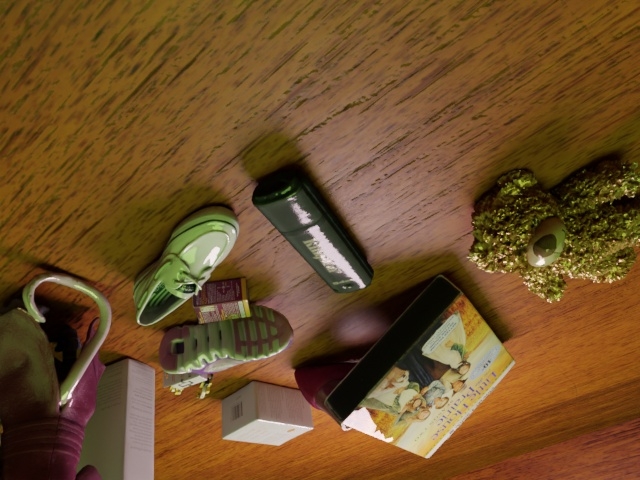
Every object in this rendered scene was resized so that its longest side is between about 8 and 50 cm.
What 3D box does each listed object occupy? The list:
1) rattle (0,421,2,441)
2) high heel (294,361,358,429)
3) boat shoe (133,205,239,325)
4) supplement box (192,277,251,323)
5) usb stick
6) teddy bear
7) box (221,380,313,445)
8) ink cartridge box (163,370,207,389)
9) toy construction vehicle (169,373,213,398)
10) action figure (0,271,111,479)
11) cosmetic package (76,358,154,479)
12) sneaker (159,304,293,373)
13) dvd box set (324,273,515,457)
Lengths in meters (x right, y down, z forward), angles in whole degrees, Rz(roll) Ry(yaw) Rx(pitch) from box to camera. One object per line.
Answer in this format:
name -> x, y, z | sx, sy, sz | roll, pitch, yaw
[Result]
rattle -> -0.539, 0.273, 0.836 | 0.199, 0.143, 0.130 | 10, 131, -33
high heel -> 0.132, 0.298, 1.122 | 0.377, 0.181, 0.127 | 0, 111, -39
boat shoe -> -0.183, 0.045, 0.685 | 0.083, 0.076, 0.226 | 20, 133, -35
supplement box -> -0.154, 0.095, 0.785 | 0.083, 0.043, 0.055 | -7, 143, -7
usb stick -> 0.000, 0.000, 0.698 | 0.077, 0.045, 0.278 | -22, 142, 14
teddy bear -> 0.385, -0.001, 0.742 | 0.337, 0.113, 0.245 | 21, 130, -36
box -> -0.124, 0.404, 1.158 | 0.170, 0.091, 0.130 | 26, 130, -38
ink cartridge box -> -0.261, 0.255, 0.963 | 0.083, 0.048, 0.028 | -21, 142, 15
toy construction vehicle -> -0.270, 0.300, 1.031 | 0.085, 0.035, 0.098 | 10, 138, -25
action figure -> -0.371, 0.278, 0.698 | 0.275, 0.370, 0.248 | -37, 138, 26
cosmetic package -> -0.369, 0.344, 0.898 | 0.117, 0.231, 0.085 | -22, 145, 15
sneaker -> -0.154, 0.181, 0.867 | 0.236, 0.095, 0.104 | -14, 150, 12
dvd box set -> 0.224, 0.277, 0.996 | 0.308, 0.062, 0.420 | -47, 137, 0
